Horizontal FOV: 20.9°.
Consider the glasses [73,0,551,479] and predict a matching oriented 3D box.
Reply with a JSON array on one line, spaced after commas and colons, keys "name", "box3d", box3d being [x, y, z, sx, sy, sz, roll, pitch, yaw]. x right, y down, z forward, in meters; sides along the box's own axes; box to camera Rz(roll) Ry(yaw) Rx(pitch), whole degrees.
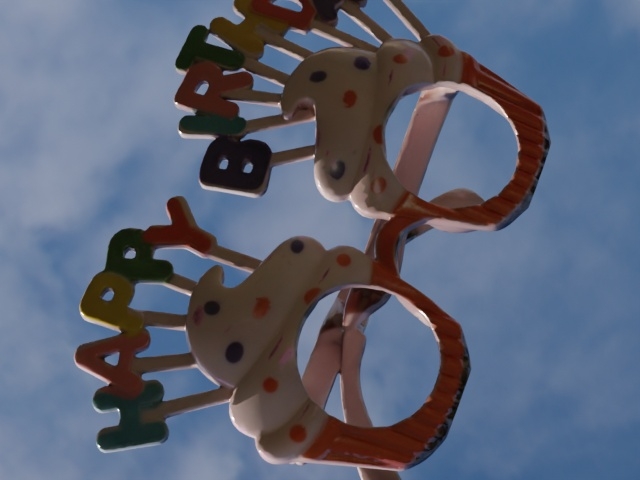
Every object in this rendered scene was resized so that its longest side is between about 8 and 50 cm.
[{"name": "glasses", "box3d": [-0.005, -0.005, 0.744, 0.162, 0.095, 0.255, 23, -116, -1]}]
